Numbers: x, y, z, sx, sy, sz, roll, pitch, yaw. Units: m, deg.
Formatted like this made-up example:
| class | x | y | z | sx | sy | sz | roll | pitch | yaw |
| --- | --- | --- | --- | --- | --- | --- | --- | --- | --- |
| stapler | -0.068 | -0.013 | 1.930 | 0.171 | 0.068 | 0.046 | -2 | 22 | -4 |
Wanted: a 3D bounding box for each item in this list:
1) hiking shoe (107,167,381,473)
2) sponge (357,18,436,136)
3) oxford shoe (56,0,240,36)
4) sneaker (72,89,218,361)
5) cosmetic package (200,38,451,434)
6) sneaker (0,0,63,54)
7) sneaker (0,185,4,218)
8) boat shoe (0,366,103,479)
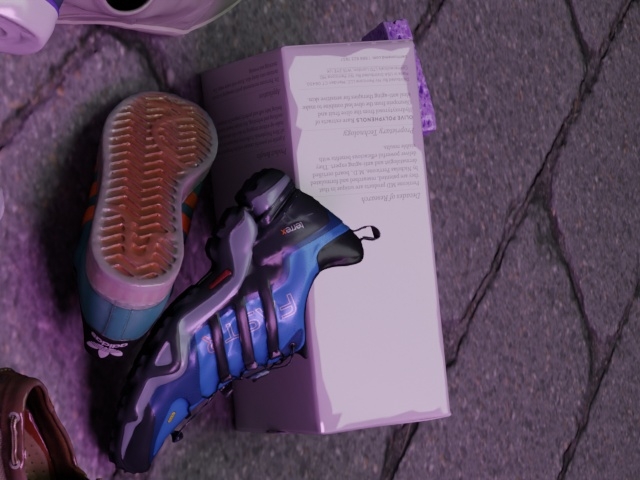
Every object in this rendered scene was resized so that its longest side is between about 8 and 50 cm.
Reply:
| class | x | y | z | sx | sy | sz | roll | pitch | yaw |
| --- | --- | --- | --- | --- | --- | --- | --- | --- | --- |
| hiking shoe | -0.077 | 0.090 | 1.666 | 0.304 | 0.132 | 0.113 | -58 | -174 | 4 |
| sponge | 0.046 | -0.139 | 1.927 | 0.031 | 0.210 | 0.117 | -13 | 82 | -27 |
| oxford shoe | -0.144 | -0.274 | 1.737 | 0.449 | 0.130 | 0.169 | -19 | 100 | -61 |
| sneaker | -0.168 | -0.018 | 1.690 | 0.302 | 0.108 | 0.121 | -80 | -168 | -52 |
| cosmetic package | 0.000 | 0.000 | 1.834 | 0.155 | 0.197 | 0.366 | -7 | 91 | -29 |
| sneaker | -0.299 | -0.306 | 1.417 | 0.323 | 0.130 | 0.236 | 29 | 67 | -39 |
| sneaker | -0.335 | -0.074 | 1.391 | 0.268 | 0.101 | 0.153 | -5 | 92 | -58 |
| boat shoe | -0.223 | 0.221 | 1.543 | 0.095 | 0.095 | 0.257 | -54 | 131 | -49 |
